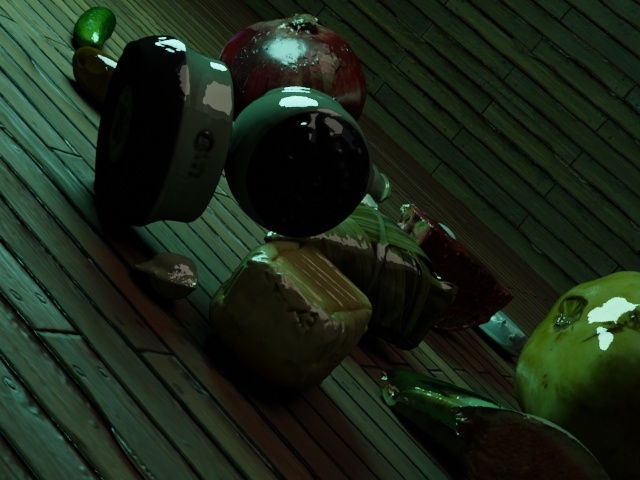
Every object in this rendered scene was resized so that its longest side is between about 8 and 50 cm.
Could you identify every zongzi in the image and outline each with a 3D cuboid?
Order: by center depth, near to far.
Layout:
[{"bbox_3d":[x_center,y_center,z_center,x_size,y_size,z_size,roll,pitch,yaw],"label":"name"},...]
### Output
[{"bbox_3d":[0.000,0.000,1.609,0.288,0.134,0.286,24,12,-33],"label":"zongzi"}]

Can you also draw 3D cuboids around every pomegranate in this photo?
[{"bbox_3d":[0.452,0.212,1.780,0.332,0.332,0.332,39,11,-9],"label":"pomegranate"}]

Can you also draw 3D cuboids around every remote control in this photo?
[{"bbox_3d":[0.289,0.126,2.265,0.104,0.052,0.247,30,12,-50],"label":"remote control"}]

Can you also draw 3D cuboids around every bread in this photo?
[{"bbox_3d":[-0.030,0.074,1.223,0.140,0.106,0.236,41,10,7],"label":"bread"}]

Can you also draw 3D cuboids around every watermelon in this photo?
[{"bbox_3d":[0.227,0.246,1.317,0.146,0.128,0.231,-108,173,-82],"label":"watermelon"}]

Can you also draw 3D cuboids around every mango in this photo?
[{"bbox_3d":[-0.280,-0.209,1.622,0.127,0.063,0.077,37,15,11],"label":"mango"}]

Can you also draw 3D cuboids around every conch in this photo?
[{"bbox_3d":[0.141,0.201,1.412,0.170,0.079,0.106,26,4,4],"label":"conch"}]

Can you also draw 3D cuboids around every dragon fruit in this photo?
[{"bbox_3d":[0.166,0.035,1.980,0.262,0.134,0.211,37,13,-40],"label":"dragon fruit"}]

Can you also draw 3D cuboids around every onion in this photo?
[{"bbox_3d":[-0.055,-0.287,2.209,0.276,0.276,0.276,39,11,-9],"label":"onion"}]

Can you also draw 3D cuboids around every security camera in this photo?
[{"bbox_3d":[-0.081,-0.093,1.289,0.277,0.197,0.191,11,11,-24],"label":"security camera"}]

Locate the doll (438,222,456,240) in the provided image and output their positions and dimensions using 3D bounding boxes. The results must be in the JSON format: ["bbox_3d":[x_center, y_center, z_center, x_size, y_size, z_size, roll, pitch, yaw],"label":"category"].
[{"bbox_3d":[0.199,0.040,2.142,0.107,0.110,0.180,57,5,-36],"label":"doll"}]

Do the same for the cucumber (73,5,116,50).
[{"bbox_3d":[-0.346,-0.326,1.889,0.056,0.056,0.250,38,13,-14],"label":"cucumber"}]

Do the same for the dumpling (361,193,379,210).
[{"bbox_3d":[0.023,-0.032,1.876,0.127,0.108,0.188,-12,67,-48],"label":"dumpling"}]

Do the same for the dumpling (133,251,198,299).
[{"bbox_3d":[-0.148,0.031,1.172,0.059,0.043,0.077,10,28,-25],"label":"dumpling"}]

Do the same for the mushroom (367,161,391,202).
[{"bbox_3d":[0.013,-0.182,2.448,0.351,0.097,0.109,39,13,-28],"label":"mushroom"}]

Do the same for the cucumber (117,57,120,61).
[{"bbox_3d":[-0.239,-0.202,1.746,0.052,0.058,0.214,19,21,-48],"label":"cucumber"}]
